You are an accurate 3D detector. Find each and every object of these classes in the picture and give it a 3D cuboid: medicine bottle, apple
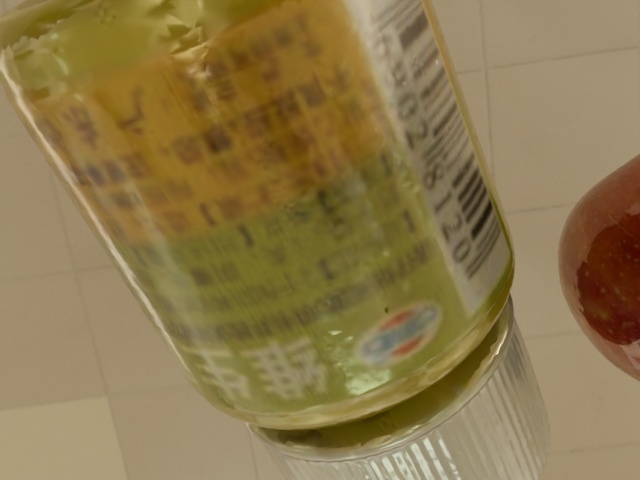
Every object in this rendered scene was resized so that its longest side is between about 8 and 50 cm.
[{"bbox_3d":[0.000,0.000,0.464,0.224,0.224,0.384,-23,118,7],"label":"medicine bottle"},{"bbox_3d":[0.262,0.008,0.513,0.201,0.162,0.201,-15,138,-14],"label":"apple"}]
